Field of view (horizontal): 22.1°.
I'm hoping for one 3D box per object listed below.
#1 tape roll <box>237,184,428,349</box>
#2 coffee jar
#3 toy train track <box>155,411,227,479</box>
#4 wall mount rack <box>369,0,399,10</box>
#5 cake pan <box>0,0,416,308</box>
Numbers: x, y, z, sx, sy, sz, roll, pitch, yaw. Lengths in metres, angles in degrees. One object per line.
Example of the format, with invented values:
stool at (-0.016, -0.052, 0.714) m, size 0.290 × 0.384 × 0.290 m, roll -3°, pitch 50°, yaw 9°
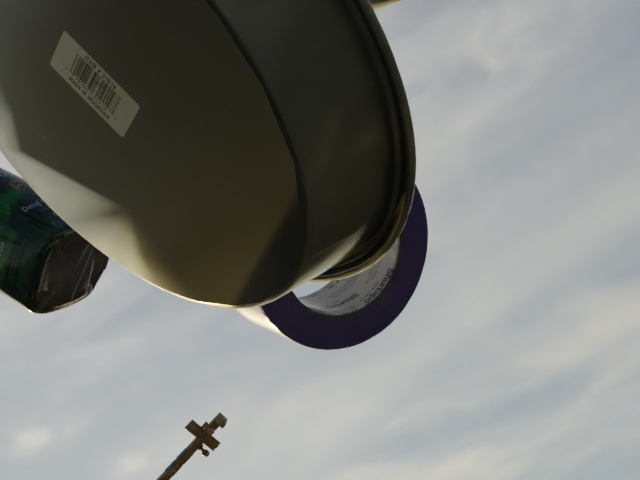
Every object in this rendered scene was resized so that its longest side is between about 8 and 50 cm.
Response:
tape roll at (0.000, 0.000, 1.497) m, size 0.189 × 0.189 × 0.080 m, roll -10°, pitch 15°, yaw -31°
coffee jar at (-0.259, -0.017, 1.269) m, size 0.096 × 0.184 × 0.079 m, roll -23°, pitch -45°, yaw -60°
toy train track at (-0.107, 0.179, 1.365) m, size 0.083 × 0.014 × 0.048 m, roll -46°, pitch -42°, yaw -3°
wall mount rack at (-0.018, -0.176, 0.909) m, size 0.304 × 0.130 × 0.350 m, roll -4°, pitch 14°, yaw 40°
cake pan at (-0.087, -0.083, 0.763) m, size 0.054 × 0.293 × 0.293 m, roll -43°, pitch -11°, yaw -30°
